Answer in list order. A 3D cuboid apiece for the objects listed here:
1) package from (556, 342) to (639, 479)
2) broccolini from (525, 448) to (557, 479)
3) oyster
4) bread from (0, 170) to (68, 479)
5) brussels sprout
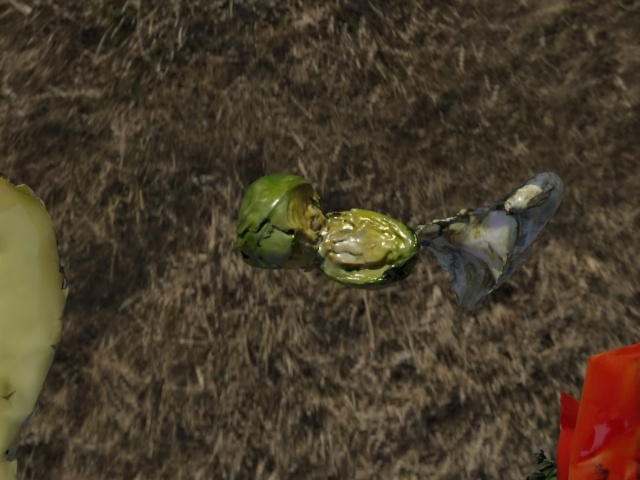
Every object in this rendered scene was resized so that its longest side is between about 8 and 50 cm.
[{"bbox_3d":[0.293,0.100,0.488,0.424,0.196,0.123,-23,126,31],"label":"package"},{"bbox_3d":[0.096,0.160,0.748,0.071,0.254,0.057,11,77,-29],"label":"broccolini"},{"bbox_3d":[0.135,0.004,0.921,0.061,0.200,0.106,-34,103,-23],"label":"oyster"},{"bbox_3d":[-0.281,0.010,0.426,0.315,0.248,0.279,6,156,6],"label":"bread"},{"bbox_3d":[0.001,0.000,0.530,0.083,0.051,0.046,23,86,-16],"label":"brussels sprout"}]
